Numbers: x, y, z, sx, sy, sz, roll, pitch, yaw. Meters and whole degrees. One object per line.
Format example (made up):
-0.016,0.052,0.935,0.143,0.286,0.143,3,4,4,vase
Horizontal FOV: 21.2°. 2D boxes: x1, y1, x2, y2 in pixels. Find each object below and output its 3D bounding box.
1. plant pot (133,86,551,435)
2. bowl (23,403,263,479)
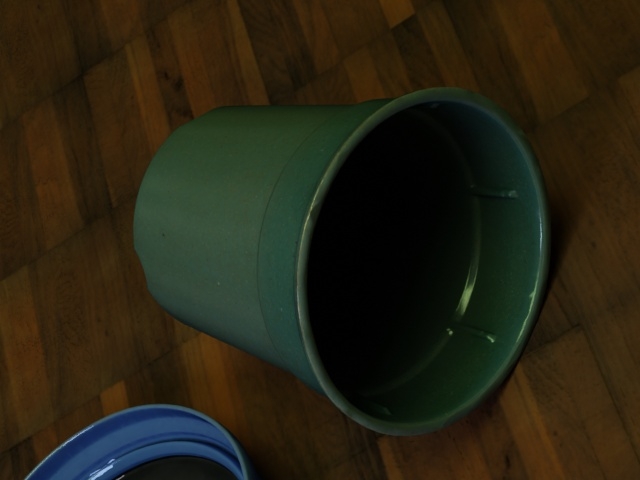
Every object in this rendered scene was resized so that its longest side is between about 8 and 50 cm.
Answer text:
0.000,0.000,1.766,0.334,0.341,0.341,11,71,47,plant pot
-0.217,0.360,1.820,0.391,0.077,0.391,-23,43,23,bowl
